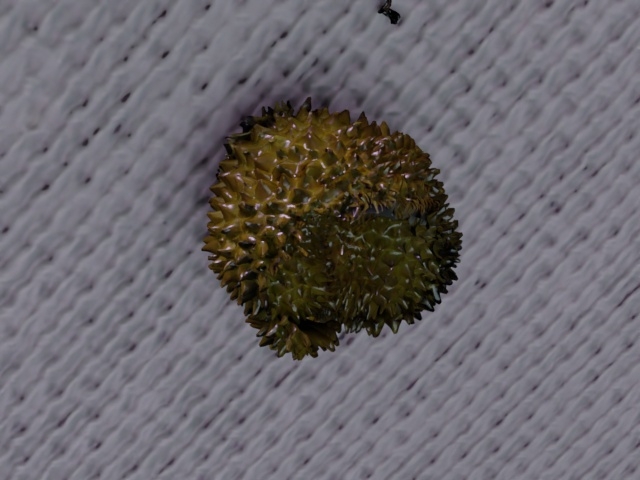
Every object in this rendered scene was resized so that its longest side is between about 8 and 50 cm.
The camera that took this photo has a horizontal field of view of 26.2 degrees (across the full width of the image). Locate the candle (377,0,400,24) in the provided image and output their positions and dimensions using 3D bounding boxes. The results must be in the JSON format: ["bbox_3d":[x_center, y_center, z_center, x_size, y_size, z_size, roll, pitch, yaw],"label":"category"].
[{"bbox_3d":[0.044,-0.284,1.344,0.026,0.021,0.167,-36,126,-22],"label":"candle"}]

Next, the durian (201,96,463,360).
[{"bbox_3d":[0.009,-0.007,1.370,0.258,0.258,0.293,-28,140,-3],"label":"durian"}]
